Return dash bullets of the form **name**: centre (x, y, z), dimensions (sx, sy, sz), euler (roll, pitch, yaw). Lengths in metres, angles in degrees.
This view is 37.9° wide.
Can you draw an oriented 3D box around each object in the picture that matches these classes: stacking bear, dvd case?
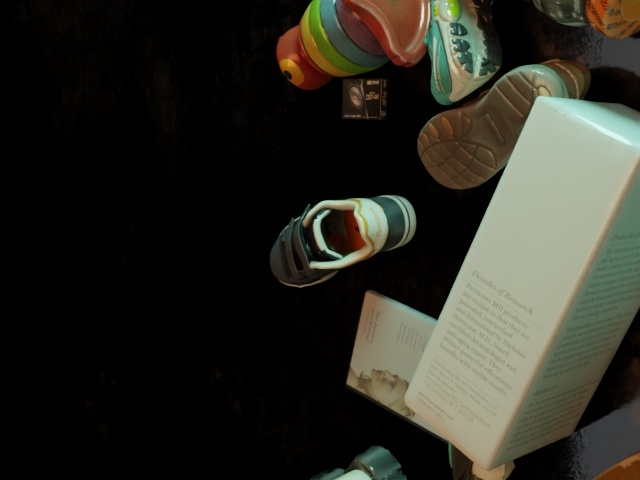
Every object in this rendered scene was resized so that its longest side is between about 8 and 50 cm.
- **stacking bear**: centre (0.033, -0.326, 1.476), dimensions (0.175, 0.164, 0.289), euler (47, 145, -16)
- **dvd case**: centre (0.152, 0.206, 1.506), dimensions (0.253, 0.022, 0.180), euler (23, 109, 38)

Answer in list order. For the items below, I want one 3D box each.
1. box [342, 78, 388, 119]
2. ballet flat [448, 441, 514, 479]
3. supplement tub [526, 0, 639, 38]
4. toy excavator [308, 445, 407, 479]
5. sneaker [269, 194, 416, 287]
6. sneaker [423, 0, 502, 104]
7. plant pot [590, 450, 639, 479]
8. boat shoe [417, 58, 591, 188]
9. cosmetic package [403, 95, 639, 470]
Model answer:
- **box**: centre (0.073, -0.233, 1.537), dimensions (0.083, 0.018, 0.067), euler (9, 101, 42)
- **ballet flat**: centre (0.239, 0.355, 1.404), dimensions (0.096, 0.095, 0.280), euler (18, 116, 30)
- **supplement tub**: centre (0.296, -0.415, 1.190), dimensions (0.338, 0.207, 0.207), euler (47, 123, 29)
- **toy excavator**: centre (0.107, 0.556, 1.414), dimensions (0.445, 0.222, 0.433), euler (61, 144, 10)
- **sneaker**: centre (0.000, 0.000, 1.558), dimensions (0.321, 0.127, 0.126), euler (-25, 79, 42)
- **sneaker**: centre (0.183, -0.319, 1.332), dimensions (0.110, 0.107, 0.275), euler (134, 144, -54)
- **plant pot**: centre (0.444, 0.413, 1.147), dimensions (0.237, 0.237, 0.254), euler (-39, 82, 37)
- **boat shoe**: centre (0.258, -0.162, 1.316), dimensions (0.324, 0.116, 0.123), euler (-23, 94, 60)
- **cosmetic package**: centre (0.306, 0.054, 1.213), dimensions (0.161, 0.230, 0.453), euler (37, 117, 35)
